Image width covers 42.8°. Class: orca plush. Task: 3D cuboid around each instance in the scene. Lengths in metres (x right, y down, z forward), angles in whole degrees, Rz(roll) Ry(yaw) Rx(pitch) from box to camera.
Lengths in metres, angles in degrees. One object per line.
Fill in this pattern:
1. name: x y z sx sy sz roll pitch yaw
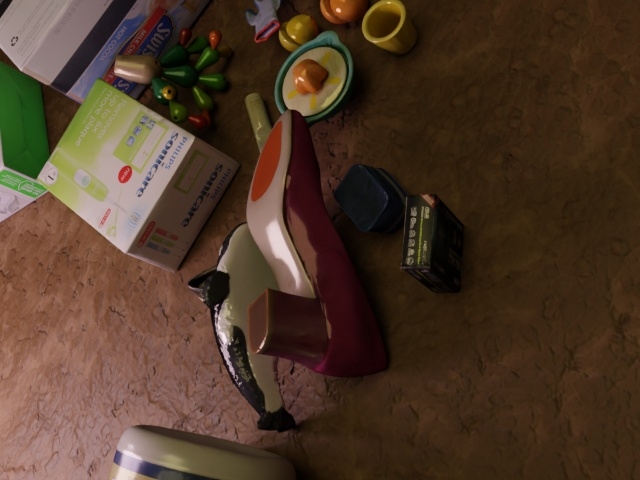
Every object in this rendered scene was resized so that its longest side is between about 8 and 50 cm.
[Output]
1. orca plush: -0.098 0.126 1.127 0.102 0.151 0.287 -33 75 50

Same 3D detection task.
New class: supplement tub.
1. supplement tub: -0.170 0.402 0.992 0.228 0.228 0.316 6 76 34

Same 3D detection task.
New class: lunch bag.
1. lunch bag: 0.071 -0.057 1.101 0.067 0.065 0.098 -53 54 25

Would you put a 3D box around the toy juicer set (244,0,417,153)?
1. toy juicer set: -0.027 -0.254 1.219 0.329 0.089 0.209 -48 55 10

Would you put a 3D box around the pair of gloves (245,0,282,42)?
1. pair of gloves: -0.043 -0.399 1.289 0.198 0.023 0.159 -33 39 24

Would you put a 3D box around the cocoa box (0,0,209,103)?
1. cocoa box: -0.380 -0.431 1.425 0.347 0.228 0.231 -51 55 8

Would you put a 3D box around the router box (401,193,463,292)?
1. router box: 0.139 0.006 0.998 0.038 0.122 0.092 -1 73 27

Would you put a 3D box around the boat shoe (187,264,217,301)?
1. boat shoe: -0.127 0.055 1.199 0.152 0.049 0.056 -23 61 24

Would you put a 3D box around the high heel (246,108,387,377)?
1. high heel: 0.000 0.000 1.102 0.127 0.181 0.377 -35 45 53

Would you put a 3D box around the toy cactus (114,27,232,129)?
1. toy cactus: -0.242 -0.273 1.326 0.181 0.112 0.219 9 58 -5

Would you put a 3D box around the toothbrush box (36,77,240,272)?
1. toothbrush box: -0.301 -0.111 1.328 0.283 0.122 0.206 34 93 35

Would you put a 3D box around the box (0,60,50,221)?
1. box: -0.650 -0.173 1.577 0.231 0.127 0.262 -27 62 21
